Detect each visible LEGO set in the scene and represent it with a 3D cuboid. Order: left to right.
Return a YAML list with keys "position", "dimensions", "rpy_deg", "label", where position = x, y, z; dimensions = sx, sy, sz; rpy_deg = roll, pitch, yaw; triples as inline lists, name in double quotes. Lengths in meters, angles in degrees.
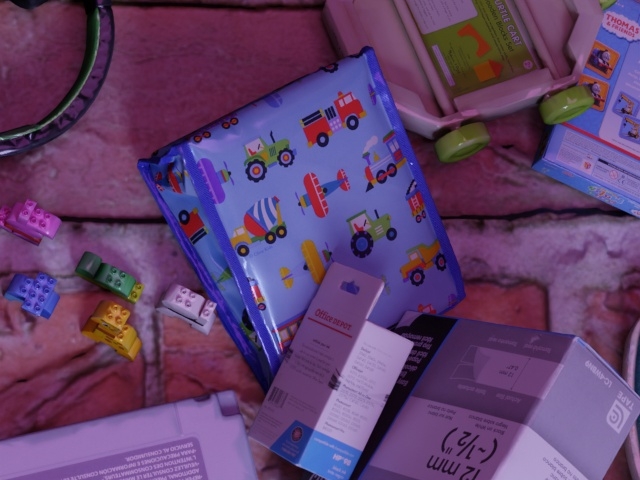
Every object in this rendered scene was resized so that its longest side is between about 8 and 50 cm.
- position: [-0.204, 0.047, 1.638]
  dimensions: [0.227, 0.093, 0.087]
  rpy_deg: [27, 71, -7]
  label: "LEGO set"

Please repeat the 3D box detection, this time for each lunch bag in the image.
- position: [0.000, 0.000, 1.699]
  dimensions: [0.221, 0.138, 0.293]
  rpy_deg: [-29, 96, -22]
  label: "lunch bag"

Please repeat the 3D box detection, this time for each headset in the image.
- position: [-0.327, -0.271, 1.636]
  dimensions: [0.243, 0.185, 0.394]
  rpy_deg: [-18, 93, -19]
  label: "headset"

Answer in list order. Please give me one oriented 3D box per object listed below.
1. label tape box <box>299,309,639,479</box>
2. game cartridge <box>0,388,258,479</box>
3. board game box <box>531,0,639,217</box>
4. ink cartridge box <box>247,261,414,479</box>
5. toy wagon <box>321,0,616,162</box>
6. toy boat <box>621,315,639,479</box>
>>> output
- position: [0.093, 0.238, 1.575]
  dimensions: [0.115, 0.249, 0.348]
  rpy_deg: [44, 70, -28]
  label: "label tape box"
- position: [-0.195, 0.259, 1.611]
  dimensions: [0.294, 0.060, 0.196]
  rpy_deg: [-11, 76, -17]
  label: "game cartridge"
- position: [0.327, -0.139, 1.858]
  dimensions: [0.160, 0.039, 0.211]
  rpy_deg: [24, 72, -8]
  label: "board game box"
- position: [0.016, 0.119, 1.615]
  dimensions: [0.060, 0.104, 0.180]
  rpy_deg: [28, 86, -29]
  label: "ink cartridge box"
- position: [0.182, -0.237, 1.809]
  dimensions: [0.344, 0.068, 0.267]
  rpy_deg: [-19, 78, -14]
  label: "toy wagon"
- position: [0.331, 0.189, 1.720]
  dimensions: [0.318, 0.148, 0.267]
  rpy_deg: [-7, 79, -17]
  label: "toy boat"
